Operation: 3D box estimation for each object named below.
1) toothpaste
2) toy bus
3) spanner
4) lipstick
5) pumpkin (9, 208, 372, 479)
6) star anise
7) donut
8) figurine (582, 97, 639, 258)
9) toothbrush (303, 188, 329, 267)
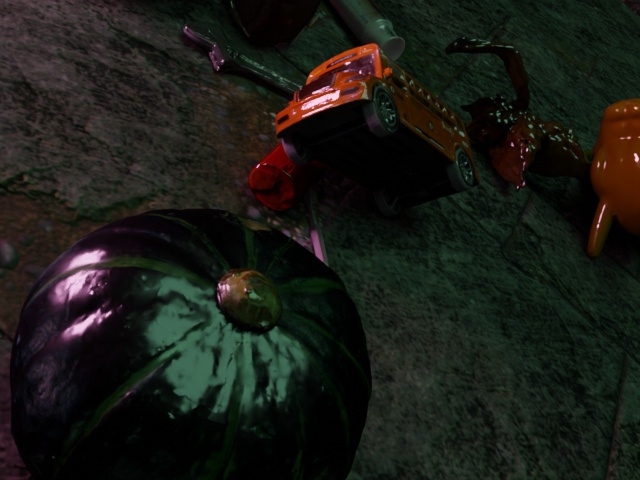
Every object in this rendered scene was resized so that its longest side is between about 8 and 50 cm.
[{"bbox_3d":[0.050,-0.450,1.651,0.100,0.066,0.323,-2,48,-39],"label":"toothpaste"},{"bbox_3d":[0.079,-0.148,1.171,0.329,0.143,0.153,23,55,-52],"label":"toy bus"},{"bbox_3d":[-0.062,-0.238,1.337,0.325,0.026,0.093,26,36,-23],"label":"spanner"},{"bbox_3d":[-0.012,-0.128,1.218,0.073,0.073,0.280,39,35,-2],"label":"lipstick"},{"bbox_3d":[-0.095,0.103,0.734,0.315,0.238,0.315,23,43,-23],"label":"pumpkin"},{"bbox_3d":[0.331,-0.216,1.568,0.346,0.148,0.237,50,33,-18],"label":"star anise"},{"bbox_3d":[-0.078,-0.504,1.412,0.136,0.259,0.345,-1,50,-36],"label":"donut"},{"bbox_3d":[0.653,-0.088,1.638,0.387,0.268,0.401,-1,56,-48],"label":"figurine"},{"bbox_3d":[-0.002,0.000,1.133,0.017,0.014,0.194,19,39,-28],"label":"toothbrush"}]
